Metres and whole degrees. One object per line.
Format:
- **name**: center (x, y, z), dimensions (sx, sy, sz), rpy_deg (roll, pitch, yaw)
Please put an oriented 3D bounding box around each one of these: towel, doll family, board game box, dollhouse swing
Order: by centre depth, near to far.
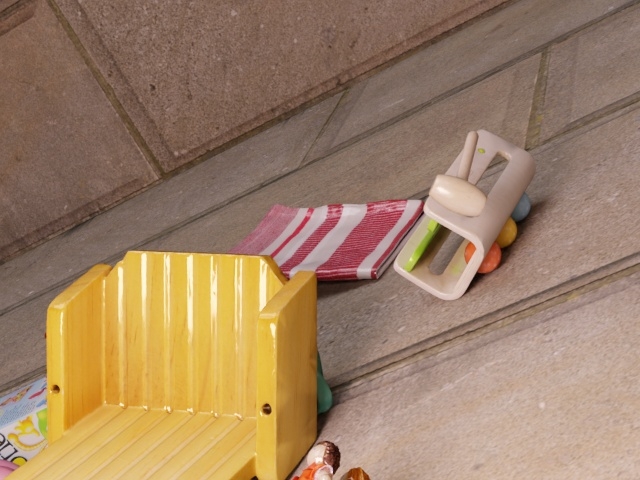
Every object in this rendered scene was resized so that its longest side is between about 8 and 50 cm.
- **doll family**: center (-0.024, 0.311, 1.372), dimensions (0.263, 0.118, 0.163), rpy_deg (-41, 9, 50)
- **dollhouse swing**: center (-0.226, 0.181, 1.601), dimensions (0.347, 0.315, 0.305), rpy_deg (2, 4, 27)
- **board game box**: center (-0.405, 0.297, 2.028), dimensions (0.275, 0.142, 0.144), rpy_deg (-25, 17, 19)
- **towel**: center (0.000, 0.000, 2.245), dimensions (0.329, 0.037, 0.237), rpy_deg (-2, 30, 32)

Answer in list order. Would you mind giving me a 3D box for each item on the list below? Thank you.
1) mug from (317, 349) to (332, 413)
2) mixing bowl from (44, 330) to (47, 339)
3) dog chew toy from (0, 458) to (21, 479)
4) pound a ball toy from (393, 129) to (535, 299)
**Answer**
- **mug**: center (-0.051, 0.176, 1.765), dimensions (0.158, 0.097, 0.129), rpy_deg (-3, 22, 17)
- **mixing bowl**: center (-0.443, 0.180, 2.554), dimensions (0.181, 0.098, 0.181), rpy_deg (-29, 16, 9)
- **dog chew toy**: center (-0.455, 0.389, 1.754), dimensions (0.207, 0.206, 0.332), rpy_deg (-33, 7, -6)
- **pound a ball toy**: center (0.233, -0.052, 1.870), dimensions (0.319, 0.136, 0.208), rpy_deg (-51, -11, -52)
